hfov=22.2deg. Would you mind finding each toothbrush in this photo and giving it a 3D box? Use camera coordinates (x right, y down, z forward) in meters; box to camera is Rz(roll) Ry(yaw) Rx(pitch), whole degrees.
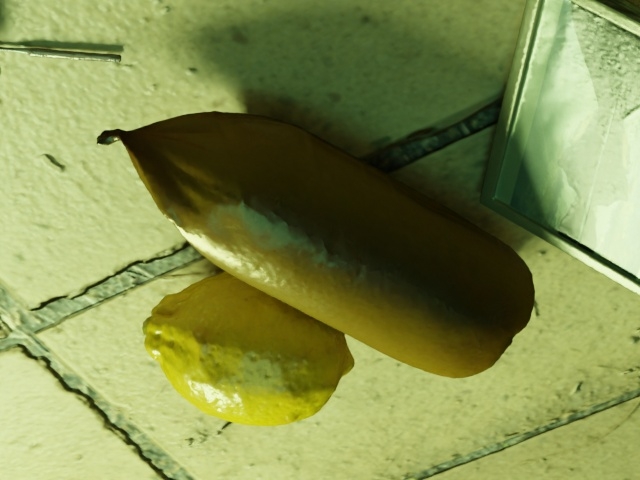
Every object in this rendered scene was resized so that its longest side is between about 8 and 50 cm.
[{"bbox_3d":[-0.176,-0.119,1.045,0.097,0.008,0.006,3,137,-6],"label":"toothbrush"}]

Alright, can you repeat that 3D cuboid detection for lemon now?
[{"bbox_3d":[-0.052,0.076,1.174,0.155,0.114,0.114,8,135,-4],"label":"lemon"}]

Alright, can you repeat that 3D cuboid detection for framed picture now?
[{"bbox_3d":[0.181,-0.064,1.046,0.150,0.015,0.203,33,140,21],"label":"framed picture"}]

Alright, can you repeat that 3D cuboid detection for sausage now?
[{"bbox_3d":[0.002,-0.006,1.101,0.328,0.112,0.112,28,128,-26],"label":"sausage"}]
